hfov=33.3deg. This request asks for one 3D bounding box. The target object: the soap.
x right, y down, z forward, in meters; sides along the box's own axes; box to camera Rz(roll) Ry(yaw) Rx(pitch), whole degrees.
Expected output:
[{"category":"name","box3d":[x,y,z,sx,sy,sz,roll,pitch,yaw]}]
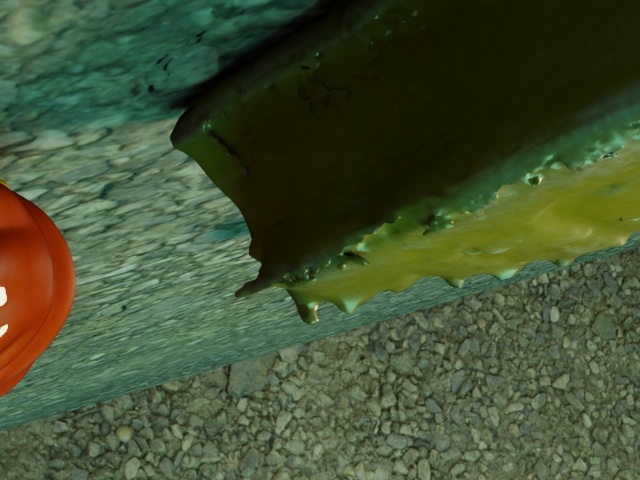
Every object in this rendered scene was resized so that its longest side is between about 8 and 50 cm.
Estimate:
[{"category":"soap","box3d":[0.135,-0.066,0.617,0.304,0.169,0.338,6,156,-45]}]

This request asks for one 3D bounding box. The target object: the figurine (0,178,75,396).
[{"category":"figurine","box3d":[-0.262,0.049,0.530,0.257,0.181,0.208,-25,142,0]}]
